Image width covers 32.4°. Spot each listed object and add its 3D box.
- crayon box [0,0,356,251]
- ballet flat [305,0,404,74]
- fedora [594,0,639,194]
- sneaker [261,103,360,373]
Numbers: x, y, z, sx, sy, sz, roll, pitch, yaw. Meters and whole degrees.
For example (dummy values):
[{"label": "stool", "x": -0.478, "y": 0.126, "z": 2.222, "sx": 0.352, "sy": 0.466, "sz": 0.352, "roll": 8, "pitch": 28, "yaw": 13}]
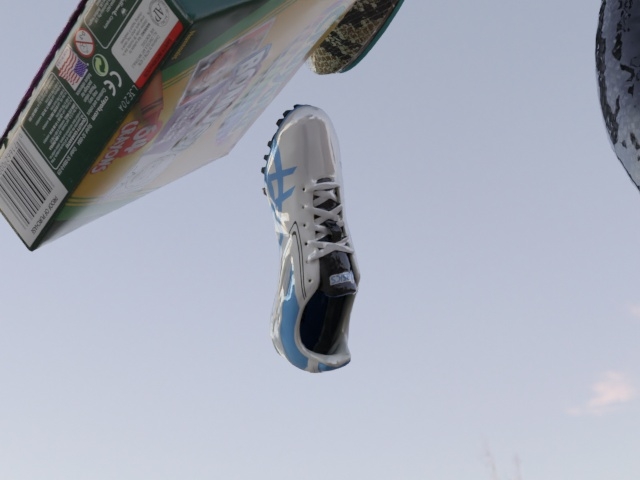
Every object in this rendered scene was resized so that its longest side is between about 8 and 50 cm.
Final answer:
[{"label": "crayon box", "x": -0.134, "y": -0.172, "z": 1.096, "sx": 0.313, "sy": 0.106, "sz": 0.363, "roll": -32, "pitch": -9, "yaw": -46}, {"label": "ballet flat", "x": 0.085, "y": -0.416, "z": 1.225, "sx": 0.182, "sy": 0.164, "sz": 0.483, "roll": 26, "pitch": -71, "yaw": -43}, {"label": "fedora", "x": 0.287, "y": -0.102, "z": 0.443, "sx": 0.334, "sy": 0.334, "sz": 0.152, "roll": -24, "pitch": -37, "yaw": 34}, {"label": "sneaker", "x": 0.000, "y": 0.000, "z": 0.961, "sx": 0.085, "sy": 0.237, "sz": 0.086, "roll": -10, "pitch": 13, "yaw": -41}]
